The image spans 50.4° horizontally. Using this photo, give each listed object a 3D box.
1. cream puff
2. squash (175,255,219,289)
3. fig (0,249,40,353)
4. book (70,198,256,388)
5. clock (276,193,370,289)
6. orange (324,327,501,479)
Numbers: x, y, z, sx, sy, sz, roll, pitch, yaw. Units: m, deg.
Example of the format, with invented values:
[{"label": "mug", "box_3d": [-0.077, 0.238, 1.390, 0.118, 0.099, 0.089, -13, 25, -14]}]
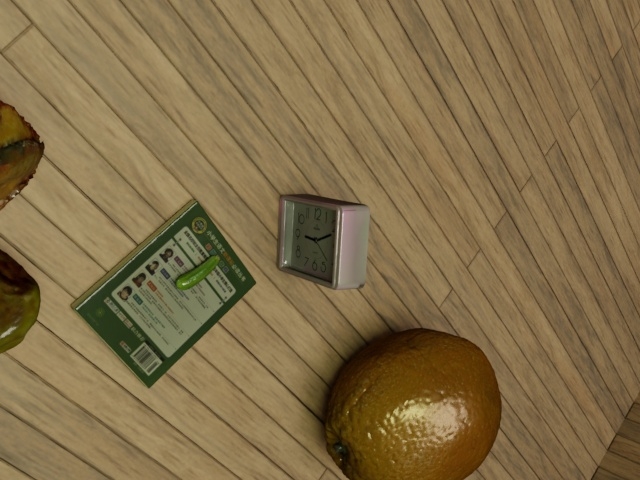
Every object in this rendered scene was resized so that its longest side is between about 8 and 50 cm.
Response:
[{"label": "cream puff", "box_3d": [-0.456, -0.090, 0.827, 0.240, 0.240, 0.164, -40, 102, -25]}, {"label": "squash", "box_3d": [-0.203, 0.055, 1.138, 0.089, 0.027, 0.027, -35, 118, -28]}, {"label": "fig", "box_3d": [-0.464, 0.093, 0.905, 0.144, 0.154, 0.166, 40, 55, 5]}, {"label": "book", "box_3d": [-0.251, 0.090, 1.143, 0.264, 0.027, 0.202, -45, 122, -21]}, {"label": "clock", "box_3d": [0.000, 0.000, 1.211, 0.063, 0.197, 0.150, -3, 101, -35]}, {"label": "orange", "box_3d": [0.179, 0.340, 1.352, 0.357, 0.322, 0.322, -16, 109, -24]}]
